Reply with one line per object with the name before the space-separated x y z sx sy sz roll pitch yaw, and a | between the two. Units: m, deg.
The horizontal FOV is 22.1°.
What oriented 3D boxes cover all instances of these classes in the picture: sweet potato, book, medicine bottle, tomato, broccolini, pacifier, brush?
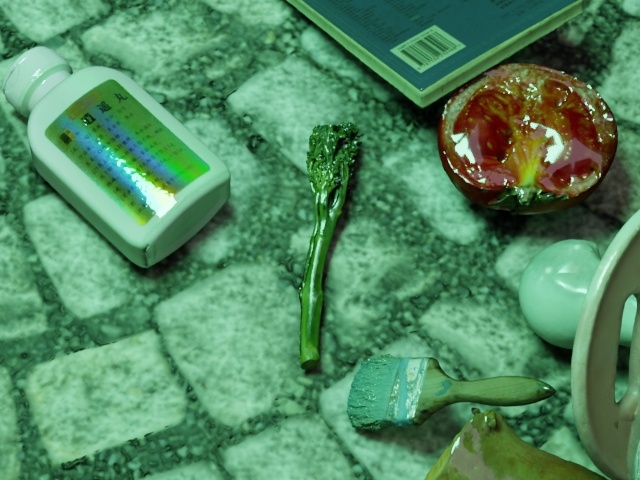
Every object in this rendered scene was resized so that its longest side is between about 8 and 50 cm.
sweet potato | 0.228 0.265 1.282 0.336 0.131 0.131 33 65 13
book | 0.087 -0.238 1.538 0.191 0.025 0.269 -31 49 -19
medicine bottle | -0.190 -0.084 1.456 0.219 0.078 0.115 42 70 16
tomato | 0.184 -0.080 1.474 0.159 0.091 0.139 1 67 3
broccolini | 0.000 0.000 1.447 0.051 0.054 0.239 15 64 -12
pacifier | 0.294 0.069 1.332 0.332 0.220 0.273 -8 53 -43
brush | 0.107 0.123 1.341 0.196 0.021 0.070 -3 56 36
